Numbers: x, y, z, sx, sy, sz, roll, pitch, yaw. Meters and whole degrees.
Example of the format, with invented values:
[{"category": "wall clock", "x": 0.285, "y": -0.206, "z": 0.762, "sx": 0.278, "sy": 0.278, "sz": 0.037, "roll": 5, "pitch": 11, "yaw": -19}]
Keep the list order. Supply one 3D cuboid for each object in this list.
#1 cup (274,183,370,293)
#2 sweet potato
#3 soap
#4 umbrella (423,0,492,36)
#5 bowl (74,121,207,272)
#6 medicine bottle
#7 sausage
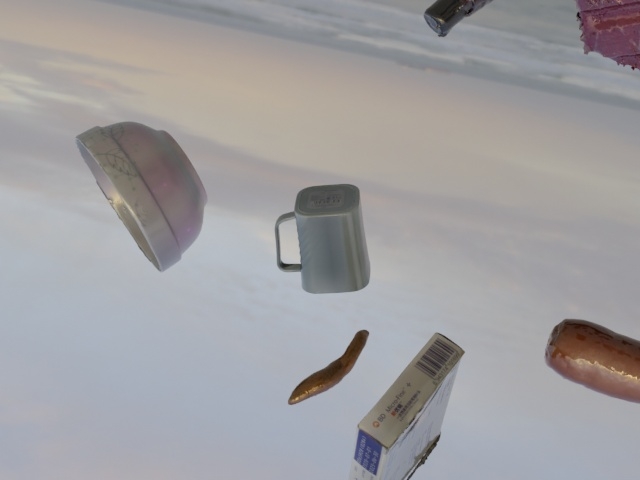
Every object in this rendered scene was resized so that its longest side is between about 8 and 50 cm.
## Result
[{"category": "cup", "x": 0.000, "y": 0.000, "z": 1.108, "sx": 0.128, "sy": 0.129, "sz": 0.095, "roll": -3, "pitch": -150, "yaw": 8}, {"category": "sweet potato", "x": 0.021, "y": 0.204, "z": 1.275, "sx": 0.179, "sy": 0.044, "sz": 0.044, "roll": -37, "pitch": -143, "yaw": -23}, {"category": "soap", "x": 0.546, "y": -0.349, "z": 1.188, "sx": 0.325, "sy": 0.127, "sz": 0.220, "roll": 7, "pitch": 141, "yaw": 45}, {"category": "umbrella", "x": 0.308, "y": -0.467, "z": 1.393, "sx": 0.090, "sy": 0.326, "sz": 0.094, "roll": 45, "pitch": 175, "yaw": 37}, {"category": "bowl", "x": -0.306, "y": -0.097, "z": 1.466, "sx": 0.144, "sy": 0.287, "sz": 0.287, "roll": -34, "pitch": -149, "yaw": -16}, {"category": "medicine bottle", "x": 0.102, "y": 0.227, "z": 0.975, "sx": 0.052, "sy": 0.201, "sz": 0.171, "roll": 31, "pitch": -125, "yaw": 23}, {"category": "sausage", "x": 0.501, "y": 0.193, "z": 1.045, "sx": 0.419, "sy": 0.094, "sz": 0.094, "roll": 14, "pitch": -165, "yaw": 13}]
